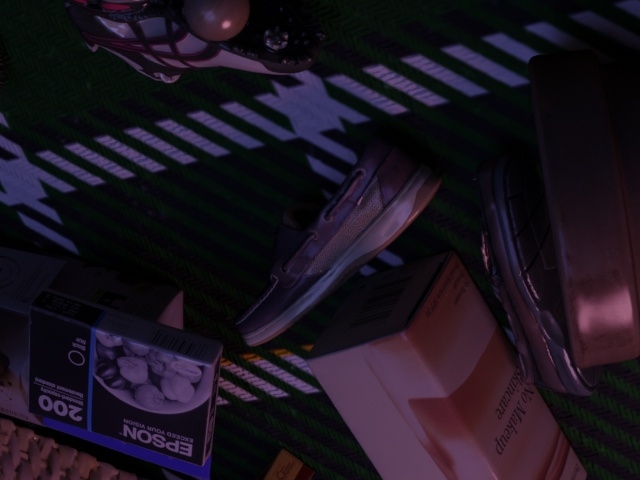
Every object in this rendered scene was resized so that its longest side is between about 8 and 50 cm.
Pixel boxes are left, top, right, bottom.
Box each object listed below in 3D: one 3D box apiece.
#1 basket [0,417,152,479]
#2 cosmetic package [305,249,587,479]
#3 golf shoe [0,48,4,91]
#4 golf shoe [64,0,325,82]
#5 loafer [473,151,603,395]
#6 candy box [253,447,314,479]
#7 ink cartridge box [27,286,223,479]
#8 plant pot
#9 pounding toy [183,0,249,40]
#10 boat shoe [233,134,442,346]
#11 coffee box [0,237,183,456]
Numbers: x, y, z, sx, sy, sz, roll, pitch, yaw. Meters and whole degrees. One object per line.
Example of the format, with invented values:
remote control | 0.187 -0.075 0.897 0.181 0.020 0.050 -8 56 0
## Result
basket | -0.365 0.424 1.643 0.266 0.331 0.328 -37 132 25
cosmetic package | 0.132 0.178 1.435 0.129 0.153 0.296 -19 113 35
golf shoe | -0.404 -0.222 1.480 0.094 0.077 0.198 -15 111 48
golf shoe | -0.118 -0.204 1.344 0.273 0.105 0.120 22 145 18
loafer | 0.188 0.041 1.354 0.084 0.096 0.267 -6 121 36
candy box | -0.088 0.337 1.676 0.053 0.109 0.186 38 131 -2
ink cartridge box | -0.209 0.165 1.508 0.206 0.045 0.208 16 129 10
plant pot | 0.299 -0.039 1.164 0.229 0.263 0.263 -8 119 11
pounding toy | -0.072 -0.245 1.225 0.237 0.183 0.110 41 172 50
boat shoe | 0.000 0.000 1.414 0.092 0.103 0.285 46 125 -2
coffee box | -0.313 0.111 1.622 0.297 0.119 0.168 15 127 15
